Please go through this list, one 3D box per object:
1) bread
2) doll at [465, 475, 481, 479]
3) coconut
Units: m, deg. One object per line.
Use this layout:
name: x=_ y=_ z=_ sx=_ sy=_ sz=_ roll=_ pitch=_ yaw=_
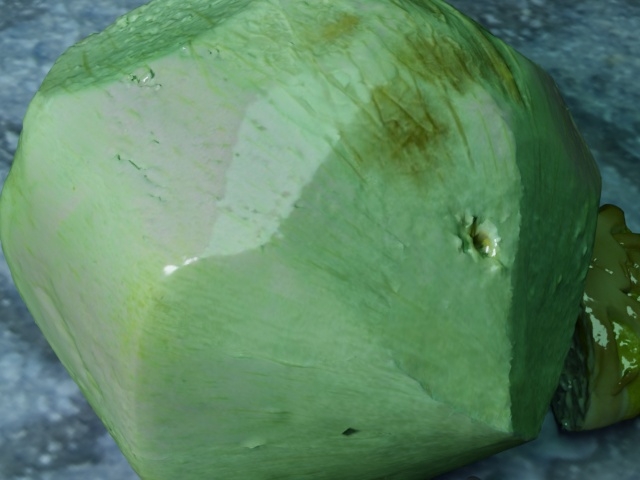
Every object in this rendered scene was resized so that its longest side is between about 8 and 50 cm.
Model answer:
bread: x=0.179 y=0.045 z=0.819 sx=0.094 sy=0.083 sz=0.157 roll=22 pitch=51 yaw=1
doll: x=0.016 y=0.191 z=0.692 sx=0.228 sy=0.075 sz=0.102 roll=-24 pitch=37 yaw=-33
coconut: x=0.000 y=0.000 z=0.720 sx=0.329 sy=0.281 sz=0.328 roll=11 pitch=34 yaw=-7
